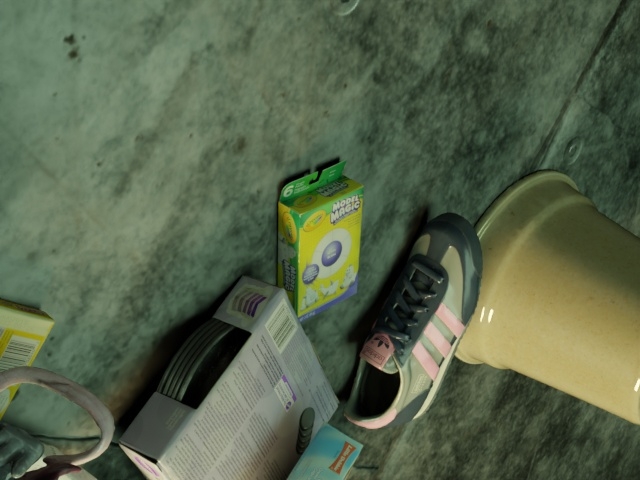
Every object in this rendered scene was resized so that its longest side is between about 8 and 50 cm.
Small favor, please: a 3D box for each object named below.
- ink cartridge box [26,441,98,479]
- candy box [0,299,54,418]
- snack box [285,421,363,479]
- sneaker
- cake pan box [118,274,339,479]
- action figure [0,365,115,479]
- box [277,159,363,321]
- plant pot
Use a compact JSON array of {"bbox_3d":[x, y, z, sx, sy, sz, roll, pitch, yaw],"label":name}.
[{"bbox_3d":[-0.335,0.259,0.969,0.181,0.056,0.225,-43,125,-7],"label":"ink cartridge box"},{"bbox_3d":[-0.337,0.147,0.931,0.105,0.027,0.206,27,94,-51],"label":"candy box"},{"bbox_3d":[-0.040,0.363,1.245,0.187,0.060,0.322,-54,169,-29],"label":"snack box"},{"bbox_3d":[0.120,0.117,1.346,0.131,0.112,0.319,-9,119,-48],"label":"sneaker"},{"bbox_3d":[-0.094,0.209,1.170,0.246,0.070,0.267,-57,145,-27],"label":"cake pan box"},{"bbox_3d":[-0.375,0.282,0.851,0.276,0.248,0.370,-35,150,-62],"label":"action figure"},{"bbox_3d":[0.000,0.000,1.194,0.105,0.043,0.179,-26,130,-35],"label":"box"},{"bbox_3d":[0.405,0.104,1.493,0.334,0.305,0.334,-27,131,-35],"label":"plant pot"}]
